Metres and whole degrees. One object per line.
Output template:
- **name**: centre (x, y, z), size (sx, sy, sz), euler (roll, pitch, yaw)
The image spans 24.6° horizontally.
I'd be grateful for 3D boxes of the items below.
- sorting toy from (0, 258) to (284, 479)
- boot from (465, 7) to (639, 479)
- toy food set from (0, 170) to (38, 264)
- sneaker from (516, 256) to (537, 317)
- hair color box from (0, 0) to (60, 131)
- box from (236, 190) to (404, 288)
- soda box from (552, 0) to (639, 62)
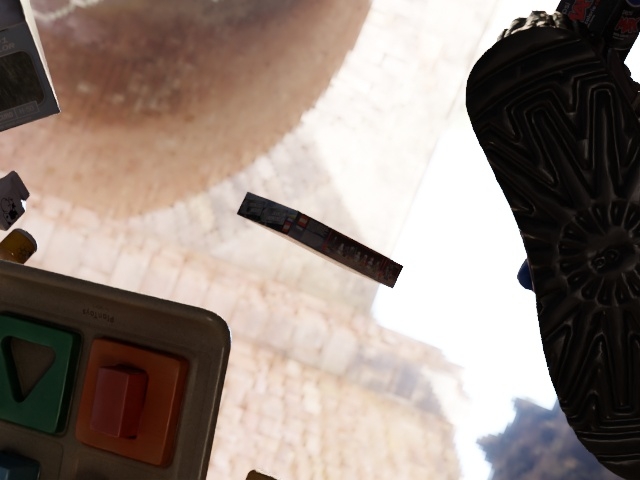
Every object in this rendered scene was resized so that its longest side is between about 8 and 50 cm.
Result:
- **sorting toy**: centre (-0.149, 0.120, 0.858), size (0.047, 0.348, 0.196), euler (-2, 102, -63)
- **boot**: centre (0.214, -0.011, 1.102), size (0.260, 0.131, 0.348), euler (-37, 109, -78)
- **toy food set**: centre (-0.393, -0.085, 1.737), size (0.104, 0.111, 0.232), euler (-51, 134, -31)
- **sneaker**: centre (0.330, 0.057, 1.405), size (0.323, 0.236, 0.130), euler (-143, -142, -60)
- **hair color box**: centre (-0.410, -0.234, 1.605), size (0.374, 0.185, 0.113), euler (-118, -168, -56)
- **box**: centre (0.000, 0.000, 1.372), size (0.094, 0.137, 0.027), euler (21, -95, 55)
- **soda box**: centre (0.259, -0.228, 1.251), size (0.060, 0.053, 0.169), euler (31, -85, 41)
